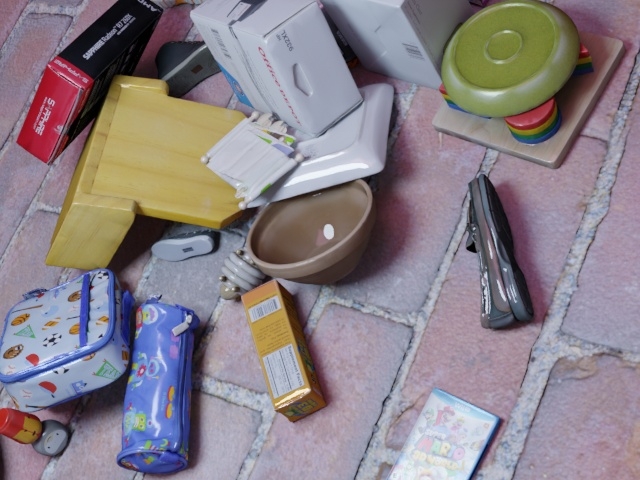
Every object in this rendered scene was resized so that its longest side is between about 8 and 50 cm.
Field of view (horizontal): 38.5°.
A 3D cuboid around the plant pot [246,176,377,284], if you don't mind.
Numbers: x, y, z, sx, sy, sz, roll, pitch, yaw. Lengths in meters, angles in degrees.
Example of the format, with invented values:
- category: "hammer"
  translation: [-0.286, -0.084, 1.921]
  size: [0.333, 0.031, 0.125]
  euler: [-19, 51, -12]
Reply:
- category: "plant pot"
  translation: [0.000, 0.000, 1.596]
  size: [0.237, 0.109, 0.237]
  euler: [-20, 35, 15]

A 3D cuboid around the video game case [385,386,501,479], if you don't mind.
- category: "video game case"
  translation: [0.187, 0.322, 1.404]
  size: [0.119, 0.015, 0.166]
  euler: [22, 76, 35]

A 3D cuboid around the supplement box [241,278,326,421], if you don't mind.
- category: "supplement box"
  translation: [-0.064, 0.187, 1.572]
  size: [0.080, 0.078, 0.233]
  euler: [-25, 56, 11]

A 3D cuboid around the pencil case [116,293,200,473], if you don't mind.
- category: "pencil case"
  translation: [-0.280, 0.254, 1.623]
  size: [0.133, 0.119, 0.306]
  euler: [-24, 53, 42]

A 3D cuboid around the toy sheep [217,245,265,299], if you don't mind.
- category: "toy sheep"
  translation: [-0.140, 0.054, 1.677]
  size: [0.132, 0.091, 0.091]
  euler: [-52, 53, 4]

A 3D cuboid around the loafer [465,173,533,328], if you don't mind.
- category: "loafer"
  translation: [0.267, 0.016, 1.481]
  size: [0.084, 0.096, 0.267]
  euler: [-24, 57, 22]

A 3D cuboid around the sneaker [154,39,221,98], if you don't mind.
- category: "sneaker"
  translation: [-0.273, -0.416, 2.003]
  size: [0.222, 0.083, 0.118]
  euler: [-30, 54, 12]

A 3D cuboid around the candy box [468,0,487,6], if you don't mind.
- category: "candy box"
  translation: [0.259, -0.567, 1.808]
  size: [0.233, 0.071, 0.159]
  euler: [28, 80, 37]

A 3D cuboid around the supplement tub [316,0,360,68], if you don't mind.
- category: "supplement tub"
  translation: [0.020, -0.425, 1.785]
  size: [0.117, 0.190, 0.117]
  euler: [-12, 60, 22]

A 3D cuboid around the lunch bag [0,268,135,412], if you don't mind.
- category: "lunch bag"
  translation: [-0.464, 0.171, 1.698]
  size: [0.243, 0.115, 0.303]
  euler: [-22, 30, 0]

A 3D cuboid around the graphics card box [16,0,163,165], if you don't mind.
- category: "graphics card box"
  translation: [-0.475, -0.347, 1.908]
  size: [0.233, 0.094, 0.371]
  euler: [-51, 8, 42]

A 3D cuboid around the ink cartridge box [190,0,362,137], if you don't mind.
- category: "ink cartridge box"
  translation: [-0.086, -0.348, 1.725]
  size: [0.129, 0.223, 0.307]
  euler: [-39, 36, -13]

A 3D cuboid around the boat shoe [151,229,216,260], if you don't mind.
- category: "boat shoe"
  translation: [-0.265, 0.008, 1.799]
  size: [0.142, 0.049, 0.040]
  euler: [-7, 35, 26]

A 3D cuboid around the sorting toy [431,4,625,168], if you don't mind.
- category: "sorting toy"
  translation: [0.350, -0.285, 1.597]
  size: [0.255, 0.089, 0.257]
  euler: [24, 77, 35]

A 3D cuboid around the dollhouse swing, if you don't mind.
- category: "dollhouse swing"
  translation: [-0.336, -0.110, 1.855]
  size: [0.315, 0.305, 0.346]
  euler: [-50, 27, 46]

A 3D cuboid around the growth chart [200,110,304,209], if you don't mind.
- category: "growth chart"
  translation: [-0.125, -0.158, 1.688]
  size: [0.172, 0.021, 0.237]
  euler: [-37, 39, -7]

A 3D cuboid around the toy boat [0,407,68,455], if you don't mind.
- category: "toy boat"
  translation: [-0.632, 0.414, 1.728]
  size: [0.318, 0.148, 0.267]
  euler: [-31, 49, 19]

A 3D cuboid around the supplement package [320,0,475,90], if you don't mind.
- category: "supplement package"
  translation: [0.145, -0.419, 1.669]
  size: [0.204, 0.262, 0.145]
  euler: [23, 78, 35]

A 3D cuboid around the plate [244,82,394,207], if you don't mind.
- category: "plate"
  translation: [-0.006, -0.191, 1.707]
  size: [0.277, 0.045, 0.278]
  euler: [-14, 38, 21]

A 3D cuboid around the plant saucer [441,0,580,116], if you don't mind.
- category: "plant saucer"
  translation: [0.315, -0.321, 1.556]
  size: [0.241, 0.037, 0.240]
  euler: [-13, 59, 22]

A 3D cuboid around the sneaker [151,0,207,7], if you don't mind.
- category: "sneaker"
  translation: [-0.343, -0.601, 2.147]
  size: [0.215, 0.084, 0.083]
  euler: [8, 65, 21]
